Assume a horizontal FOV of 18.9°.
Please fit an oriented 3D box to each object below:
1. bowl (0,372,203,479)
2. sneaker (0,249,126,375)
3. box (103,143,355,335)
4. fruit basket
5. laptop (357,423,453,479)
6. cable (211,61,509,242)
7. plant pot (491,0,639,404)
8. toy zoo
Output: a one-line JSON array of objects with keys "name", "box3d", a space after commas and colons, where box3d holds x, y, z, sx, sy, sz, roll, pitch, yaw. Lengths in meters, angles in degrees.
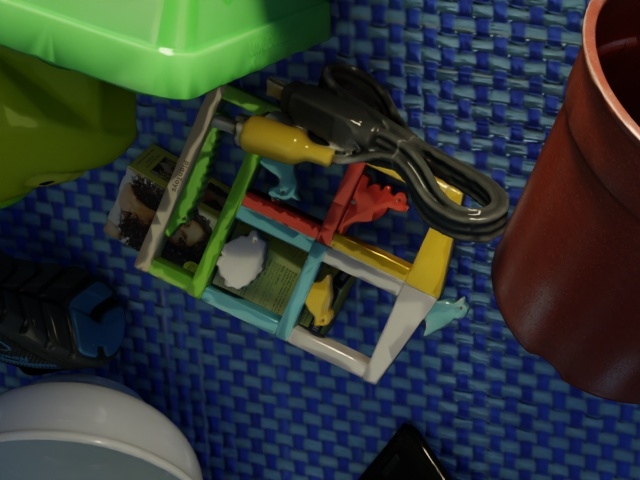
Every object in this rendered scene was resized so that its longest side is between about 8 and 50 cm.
[{"name": "bowl", "box3d": [-0.245, 0.226, 1.918, 0.298, 0.134, 0.298, 2, 141, 2]}, {"name": "sneaker", "box3d": [-0.357, 0.045, 1.849, 0.341, 0.125, 0.140, 35, 143, -30]}, {"name": "box", "box3d": [-0.083, 0.007, 1.795, 0.232, 0.058, 0.087, 29, 125, 7]}, {"name": "fruit basket", "box3d": [-0.174, -0.164, 1.549, 0.283, 0.392, 0.392, 20, 124, 14]}, {"name": "laptop", "box3d": [0.177, 0.436, 1.941, 0.408, 0.236, 0.382, 55, 130, 25]}, {"name": "cable", "box3d": [0.053, -0.069, 1.608, 0.287, 0.139, 0.072, 32, 128, 29]}, {"name": "plant pot", "box3d": [0.275, -0.026, 1.497, 0.272, 0.272, 0.265, 32, 134, 6]}, {"name": "toy zoo", "box3d": [0.000, 0.000, 1.718, 0.293, 0.030, 0.192, 25, 100, 8]}]
